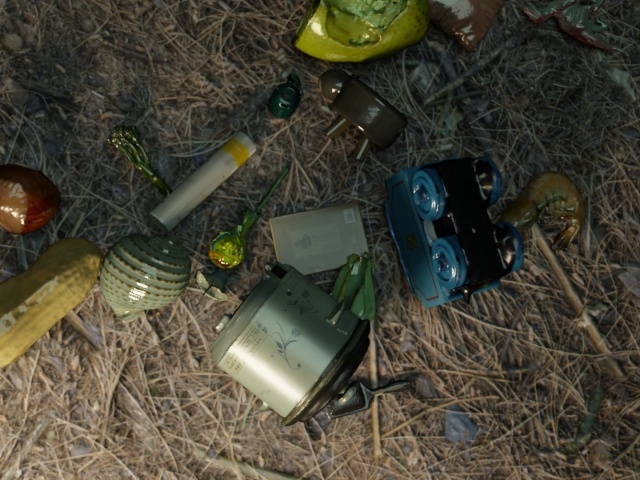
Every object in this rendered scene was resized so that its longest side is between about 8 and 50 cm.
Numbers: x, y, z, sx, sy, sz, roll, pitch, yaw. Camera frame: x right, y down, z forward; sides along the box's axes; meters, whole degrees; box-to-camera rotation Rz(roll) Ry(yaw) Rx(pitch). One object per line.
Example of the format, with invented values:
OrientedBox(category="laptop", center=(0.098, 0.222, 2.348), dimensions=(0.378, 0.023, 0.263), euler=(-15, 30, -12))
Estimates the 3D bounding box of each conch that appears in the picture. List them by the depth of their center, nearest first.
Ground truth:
OrientedBox(category="conch", center=(-0.354, 0.069, 1.817), dimensions=(0.172, 0.131, 0.200), euler=(33, 78, -5))
OrientedBox(category="conch", center=(0.065, 0.105, 1.912), dimensions=(0.105, 0.079, 0.170), euler=(8, 76, -19))

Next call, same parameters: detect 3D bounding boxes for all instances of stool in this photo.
OrientedBox(category="stool", center=(0.079, -0.263, 1.941), dimensions=(0.139, 0.228, 0.153), euler=(-50, 136, 8))

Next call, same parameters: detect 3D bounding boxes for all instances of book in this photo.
OrientedBox(category="book", center=(0.000, 0.000, 1.945), dimensions=(0.198, 0.016, 0.138), euler=(-11, 85, -11))

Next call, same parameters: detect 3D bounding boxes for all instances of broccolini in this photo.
OrientedBox(category="broccolini", center=(-0.352, -0.153, 1.895), dimensions=(0.067, 0.058, 0.216), euler=(-38, 100, 28))

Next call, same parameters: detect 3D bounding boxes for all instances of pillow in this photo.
OrientedBox(category="pillow", center=(0.307, -0.566, 2.035), dimensions=(0.236, 0.084, 0.223), euler=(31, 79, -5))

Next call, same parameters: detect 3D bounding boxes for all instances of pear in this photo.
OrientedBox(category="pear", center=(0.094, -0.460, 1.928), dimensions=(0.255, 0.164, 0.238), euler=(26, 104, -14))

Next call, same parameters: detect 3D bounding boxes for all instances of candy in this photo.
OrientedBox(category="candy", center=(-0.143, -0.052, 1.908), dimensions=(0.077, 0.073, 0.262), euler=(33, 72, 6))

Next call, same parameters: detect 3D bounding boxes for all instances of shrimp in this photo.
OrientedBox(category="shrimp", center=(0.471, -0.026, 2.014), dimensions=(0.296, 0.058, 0.169), euler=(-42, 94, -15))

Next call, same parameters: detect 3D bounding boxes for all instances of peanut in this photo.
OrientedBox(category="peanut", center=(-0.560, 0.112, 1.772), dimensions=(0.147, 0.147, 0.319), euler=(42, 70, -2))

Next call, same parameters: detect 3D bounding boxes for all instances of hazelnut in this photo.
OrientedBox(category="hazelnut", center=(-0.593, -0.089, 1.799), dimensions=(0.154, 0.143, 0.143), euler=(25, 79, 10))

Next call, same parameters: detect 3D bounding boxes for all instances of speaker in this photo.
OrientedBox(category="speaker", center=(-0.066, -0.308, 1.944), dimensions=(0.060, 0.075, 0.094), euler=(40, 69, -3))

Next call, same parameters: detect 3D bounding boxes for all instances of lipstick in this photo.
OrientedBox(category="lipstick", center=(-0.241, -0.120, 1.880), dimensions=(0.059, 0.059, 0.264), euler=(46, 70, -2))

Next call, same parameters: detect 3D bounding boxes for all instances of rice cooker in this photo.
OrientedBox(category="rice cooker", center=(-0.048, 0.208, 1.787), dimensions=(0.316, 0.264, 0.317), euler=(4, 107, 13))

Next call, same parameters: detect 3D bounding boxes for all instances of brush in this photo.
OrientedBox(category="brush", center=(0.100, 0.323, 1.921), dimensions=(0.193, 0.016, 0.063), euler=(-14, 86, -11))

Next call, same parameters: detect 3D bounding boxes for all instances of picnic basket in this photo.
OrientedBox(category="picnic basket", center=(-0.225, 0.096, 1.871), dimensions=(0.083, 0.065, 0.083), euler=(44, 62, -2))

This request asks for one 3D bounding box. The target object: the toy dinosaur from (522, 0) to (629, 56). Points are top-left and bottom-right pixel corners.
OrientedBox(category="toy dinosaur", center=(0.597, -0.488, 2.092), dimensions=(0.167, 0.053, 0.242), euler=(-39, 91, -11))

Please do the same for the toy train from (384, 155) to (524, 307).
OrientedBox(category="toy train", center=(0.266, -0.016, 1.867), dimensions=(0.188, 0.265, 0.300), euler=(-15, 84, -21))
